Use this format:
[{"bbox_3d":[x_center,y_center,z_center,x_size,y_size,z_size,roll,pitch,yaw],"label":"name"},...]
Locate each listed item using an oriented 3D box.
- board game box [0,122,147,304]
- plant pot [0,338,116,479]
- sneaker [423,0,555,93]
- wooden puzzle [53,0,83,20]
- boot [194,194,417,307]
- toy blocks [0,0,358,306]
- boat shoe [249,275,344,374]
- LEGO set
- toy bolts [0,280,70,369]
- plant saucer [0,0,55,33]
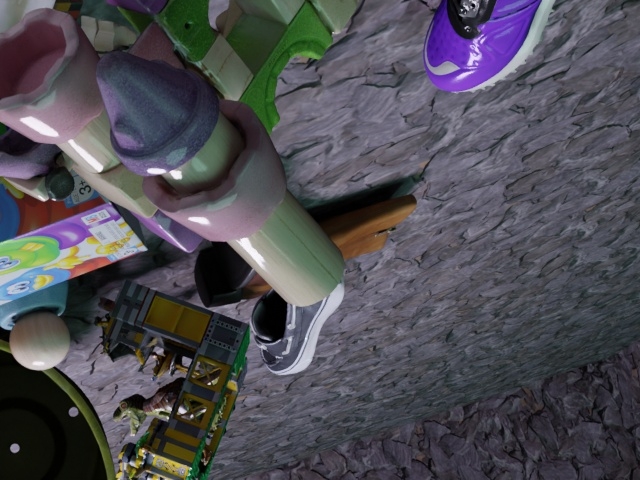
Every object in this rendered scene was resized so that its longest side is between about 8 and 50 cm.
[{"bbox_3d":[-0.306,-0.024,0.943,0.275,0.144,0.142,-21,164,-2],"label":"board game box"},{"bbox_3d":[-0.408,0.281,1.389,0.366,0.367,0.353,-21,180,-3],"label":"plant pot"},{"bbox_3d":[0.140,-0.235,0.951,0.146,0.102,0.293,-4,150,-33],"label":"sneaker"},{"bbox_3d":[-0.211,-0.167,0.873,0.049,0.006,0.083,-10,159,-31],"label":"wooden puzzle"},{"bbox_3d":[0.000,0.000,1.435,0.280,0.096,0.264,-15,160,-21],"label":"boot"},{"bbox_3d":[-0.094,-0.166,0.633,0.289,0.309,0.260,-57,139,-13],"label":"toy blocks"},{"bbox_3d":[-0.057,0.120,1.689,0.102,0.108,0.301,-13,157,-25],"label":"boat shoe"},{"bbox_3d":[-0.212,0.189,1.447,0.192,0.255,0.331,20,171,3],"label":"LEGO set"},{"bbox_3d":[-0.366,0.078,1.143,0.228,0.159,0.218,-10,158,-32],"label":"toy bolts"},{"bbox_3d":[-0.313,-0.105,0.648,0.400,0.100,0.400,-49,174,-7],"label":"plant saucer"}]
